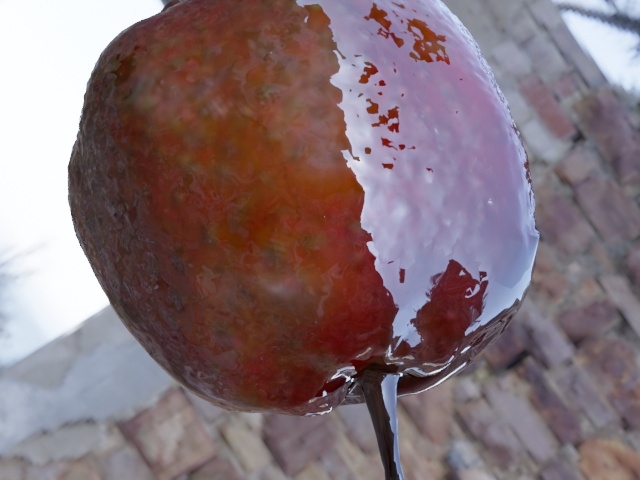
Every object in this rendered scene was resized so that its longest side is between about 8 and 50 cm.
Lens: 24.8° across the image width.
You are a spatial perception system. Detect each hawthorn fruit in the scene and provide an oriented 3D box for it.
[{"bbox_3d":[0.000,0.000,0.489,0.157,0.157,0.194,87,-16,-70],"label":"hawthorn fruit"}]
